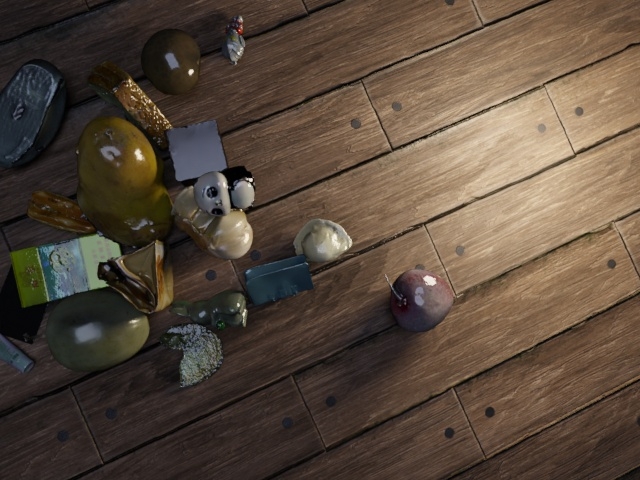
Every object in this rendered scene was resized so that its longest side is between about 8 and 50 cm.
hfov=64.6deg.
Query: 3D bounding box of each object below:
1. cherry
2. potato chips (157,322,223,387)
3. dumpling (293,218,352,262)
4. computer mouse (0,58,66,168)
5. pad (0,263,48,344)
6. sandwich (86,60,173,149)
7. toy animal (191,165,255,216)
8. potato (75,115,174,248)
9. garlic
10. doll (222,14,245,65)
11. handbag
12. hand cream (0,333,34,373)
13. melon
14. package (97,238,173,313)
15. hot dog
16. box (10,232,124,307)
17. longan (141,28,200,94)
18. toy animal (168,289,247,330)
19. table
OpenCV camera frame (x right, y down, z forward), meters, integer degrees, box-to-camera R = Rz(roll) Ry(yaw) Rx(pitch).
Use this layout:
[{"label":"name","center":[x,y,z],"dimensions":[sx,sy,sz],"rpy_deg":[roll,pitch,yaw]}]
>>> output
[{"label":"cherry","center":[0.335,0.203,1.721],"dimensions":[0.265,0.183,0.214],"rpy_deg":[4,101,-19]},{"label":"potato chips","center":[-0.439,0.376,1.714],"dimensions":[0.202,0.029,0.220],"rpy_deg":[-42,94,-7]},{"label":"dumpling","center":[0.002,-0.001,1.733],"dimensions":[0.180,0.111,0.155],"rpy_deg":[-21,92,-12]},{"label":"computer mouse","center":[-0.958,-0.408,1.655],"dimensions":[0.203,0.114,0.374],"rpy_deg":[33,92,-6]},{"label":"pad","center":[-0.979,0.194,1.675],"dimensions":[0.159,0.009,0.265],"rpy_deg":[21,87,-5]},{"label":"sandwich","center":[-0.628,-0.454,1.691],"dimensions":[0.254,0.288,0.100],"rpy_deg":[29,73,40]},{"label":"toy animal","center":[-0.295,-0.140,1.553],"dimensions":[0.179,0.138,0.166],"rpy_deg":[-19,126,-25]},{"label":"potato","center":[-0.610,-0.180,1.562],"dimensions":[0.289,0.296,0.398],"rpy_deg":[-17,86,-23]},{"label":"garlic","center":[-0.342,-0.053,1.677],"dimensions":[0.281,0.185,0.203],"rpy_deg":[36,63,17]},{"label":"doll","center":[-0.301,-0.696,1.761],"dimensions":[0.093,0.079,0.180],"rpy_deg":[-2,80,22]},{"label":"handbag","center":[-0.140,0.139,1.712],"dimensions":[0.220,0.057,0.144],"rpy_deg":[-16,128,-7]},{"label":"hand cream","center":[-1.016,0.364,1.647],"dimensions":[0.174,0.047,0.076],"rpy_deg":[32,87,5]},{"label":"melon","center":[-0.698,0.279,1.577],"dimensions":[0.307,0.272,0.272],"rpy_deg":[9,86,0]},{"label":"package","center":[-0.562,0.113,1.569],"dimensions":[0.164,0.311,0.222],"rpy_deg":[-3,88,-8]},{"label":"hot dog","center":[-0.841,-0.086,1.672],"dimensions":[0.269,0.072,0.110],"rpy_deg":[21,87,-3]},{"label":"box","center":[-0.821,0.090,1.668],"dimensions":[0.334,0.047,0.187],"rpy_deg":[-13,89,-9]},{"label":"longan","center":[-0.491,-0.588,1.678],"dimensions":[0.197,0.198,0.213],"rpy_deg":[-18,95,-7]},{"label":"toy animal","center":[-0.372,0.235,1.694],"dimensions":[0.250,0.127,0.126],"rpy_deg":[-2,105,6]},{"label":"table","center":[-0.399,-0.274,1.665],"dimensions":[0.172,0.193,0.169],"rpy_deg":[-14,89,-6]}]
